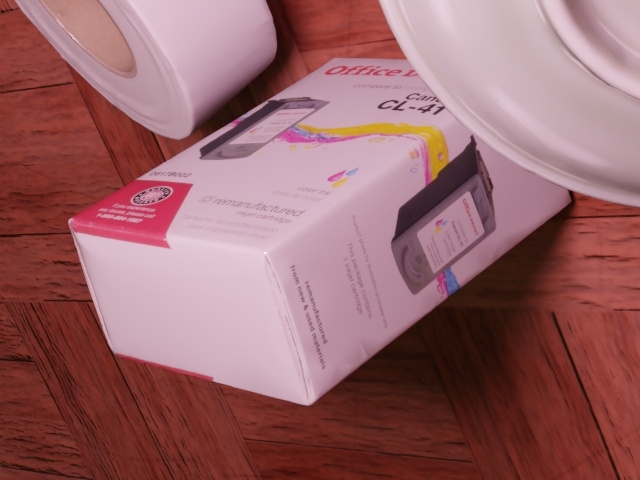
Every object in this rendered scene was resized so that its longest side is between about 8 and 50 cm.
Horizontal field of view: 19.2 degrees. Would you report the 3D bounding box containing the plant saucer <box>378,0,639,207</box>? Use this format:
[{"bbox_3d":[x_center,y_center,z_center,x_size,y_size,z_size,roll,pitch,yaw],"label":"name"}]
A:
[{"bbox_3d":[0.218,-0.183,1.032,0.401,0.100,0.400,2,115,3],"label":"plant saucer"}]

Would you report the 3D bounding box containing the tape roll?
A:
[{"bbox_3d":[-0.168,-0.220,1.542,0.286,0.100,0.286,42,164,15],"label":"tape roll"}]

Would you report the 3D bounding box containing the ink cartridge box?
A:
[{"bbox_3d":[0.002,-0.020,1.423,0.226,0.306,0.131,7,124,45],"label":"ink cartridge box"}]
